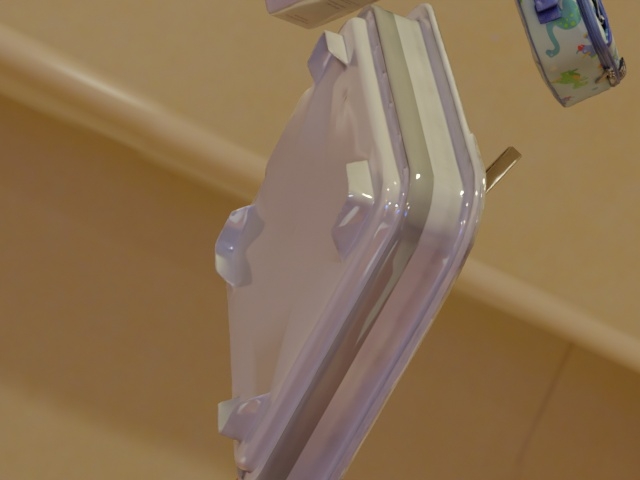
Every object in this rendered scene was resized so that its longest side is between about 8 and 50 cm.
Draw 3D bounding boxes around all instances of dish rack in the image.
[{"bbox_3d":[0.000,0.000,1.217,0.072,0.285,0.333,20,27,-15],"label":"dish rack"}]

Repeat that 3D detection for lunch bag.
[{"bbox_3d":[0.245,-0.261,1.919,0.176,0.090,0.219,42,28,-65],"label":"lunch bag"}]

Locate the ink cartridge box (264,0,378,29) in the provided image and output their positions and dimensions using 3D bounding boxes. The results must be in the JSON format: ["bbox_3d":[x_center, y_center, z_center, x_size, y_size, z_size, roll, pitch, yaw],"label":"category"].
[{"bbox_3d":[0.054,-0.287,1.553,0.231,0.134,0.078,-21,-15,25],"label":"ink cartridge box"}]

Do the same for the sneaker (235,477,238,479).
[{"bbox_3d":[-0.049,0.318,1.644,0.128,0.221,0.087,19,-41,1],"label":"sneaker"}]

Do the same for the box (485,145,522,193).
[{"bbox_3d":[0.124,-0.010,1.946,0.021,0.164,0.201,45,39,1],"label":"box"}]
